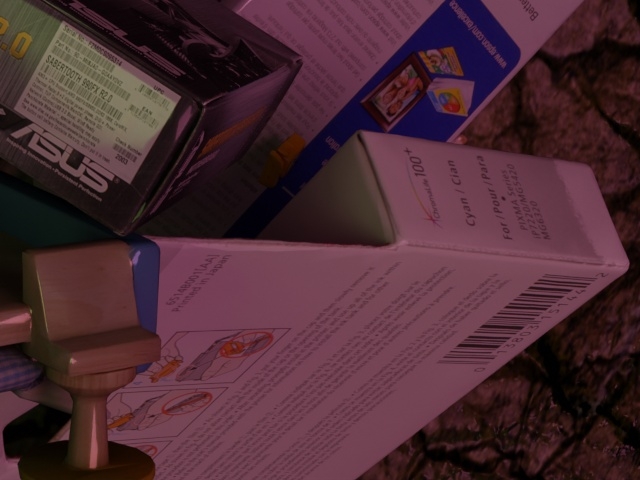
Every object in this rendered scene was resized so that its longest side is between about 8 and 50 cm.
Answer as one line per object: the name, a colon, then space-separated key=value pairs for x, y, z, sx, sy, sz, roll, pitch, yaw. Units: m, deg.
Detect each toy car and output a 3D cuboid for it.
toy car: x=0.000 y=0.000 z=0.789 sx=0.040 sy=0.060 sz=0.122 roll=-48 pitch=154 yaw=-44

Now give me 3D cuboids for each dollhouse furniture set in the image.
dollhouse furniture set: x=-0.245 y=0.078 z=0.505 sx=0.286 sy=0.303 sz=0.198 roll=-9 pitch=111 yaw=-42

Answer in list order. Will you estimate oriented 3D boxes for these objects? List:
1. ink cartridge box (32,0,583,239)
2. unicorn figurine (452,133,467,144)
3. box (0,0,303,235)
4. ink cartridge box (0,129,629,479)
ink cartridge box: x=-0.020 y=-0.069 z=0.803 sx=0.371 sy=0.069 sz=0.176 roll=-49 pitch=135 yaw=1
unicorn figurine: x=0.049 y=-0.028 z=0.937 sx=0.162 sy=0.060 sz=0.111 roll=33 pitch=82 yaw=-29
box: x=-0.129 y=-0.100 z=0.561 sx=0.056 sy=0.231 sz=0.183 roll=-57 pitch=178 yaw=15
ink cartridge box: x=-0.047 y=0.056 z=0.699 sx=0.261 sy=0.066 sz=0.296 roll=4 pitch=146 yaw=-36
